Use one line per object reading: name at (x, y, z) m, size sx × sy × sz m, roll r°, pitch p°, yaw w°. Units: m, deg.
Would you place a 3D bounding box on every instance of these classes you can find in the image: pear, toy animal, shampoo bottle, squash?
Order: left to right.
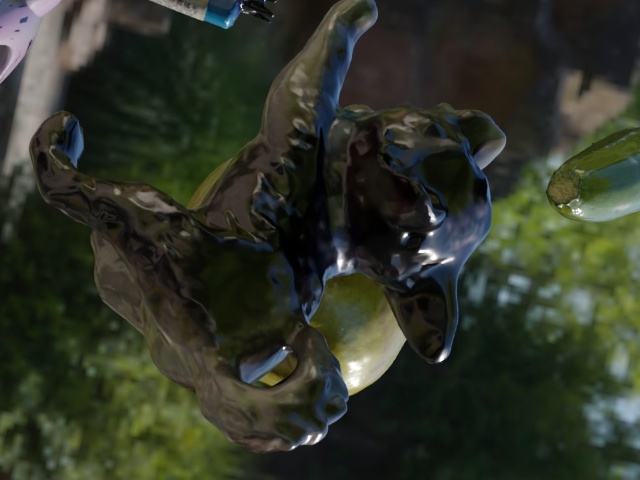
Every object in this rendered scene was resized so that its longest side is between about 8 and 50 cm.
shampoo bottle at (-0.118, -0.241, 1.732) m, size 0.050 × 0.183 × 0.087 m, roll 111°, pitch 1°, yaw -68°
pear at (-0.016, 0.025, 2.345) m, size 0.304 × 0.304 × 0.304 m, roll -168°, pitch -90°, yaw -88°
toy animal at (0.000, 0.000, 1.474) m, size 0.303 × 0.344 × 0.194 m, roll 48°, pitch -25°, yaw 35°
squash at (0.226, -0.050, 1.545) m, size 0.201 × 0.066 × 0.066 m, roll -15°, pitch 122°, yaw -57°

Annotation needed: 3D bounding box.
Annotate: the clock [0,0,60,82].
clock at (-0.412, -0.172, 1.987) m, size 0.322 × 0.113 × 0.295 m, roll -35°, pitch 175°, yaw -43°
